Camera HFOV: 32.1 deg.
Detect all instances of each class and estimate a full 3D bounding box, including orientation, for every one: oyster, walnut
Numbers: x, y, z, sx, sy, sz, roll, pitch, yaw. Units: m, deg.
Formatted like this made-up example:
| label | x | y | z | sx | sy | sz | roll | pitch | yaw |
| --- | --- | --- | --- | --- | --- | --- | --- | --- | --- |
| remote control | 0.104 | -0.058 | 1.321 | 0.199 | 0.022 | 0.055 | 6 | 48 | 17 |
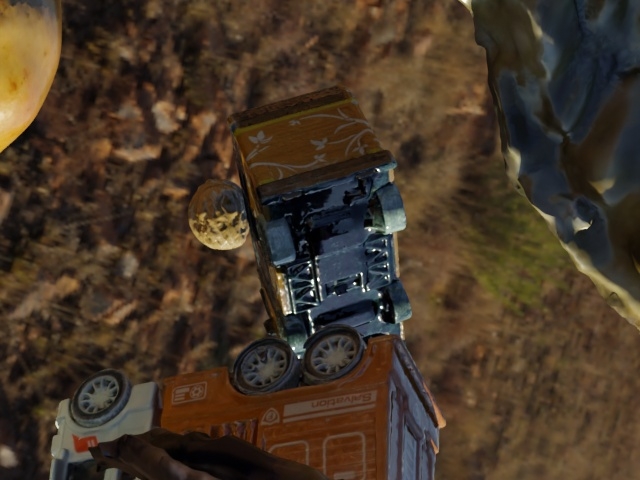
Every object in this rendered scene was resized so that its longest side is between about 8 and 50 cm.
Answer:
| label | x | y | z | sx | sy | sz | roll | pitch | yaw |
| --- | --- | --- | --- | --- | --- | --- | --- | --- | --- |
| oyster | 0.080 | -0.097 | 0.323 | 0.129 | 0.345 | 0.078 | -36 | -172 | -15 |
| walnut | -0.132 | -0.035 | 1.451 | 0.079 | 0.083 | 0.096 | -135 | -152 | -71 |

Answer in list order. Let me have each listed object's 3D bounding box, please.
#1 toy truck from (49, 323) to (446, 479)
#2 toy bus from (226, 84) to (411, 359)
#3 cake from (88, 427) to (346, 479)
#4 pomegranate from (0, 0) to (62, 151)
| label | x | y | z | sx | sy | sz | roll | pitch | yaw |
| --- | --- | --- | --- | --- | --- | --- | --- | --- | --- |
| toy truck | -0.082 | 0.232 | 1.106 | 0.206 | 0.388 | 0.173 | -85 | 155 | -43 |
| toy bus | 0.000 | 0.000 | 1.281 | 0.323 | 0.162 | 0.194 | 82 | -13 | -46 |
| cake | -0.041 | 0.260 | 0.601 | 0.332 | 0.332 | 0.321 | 48 | 31 | -64 |
| pomegranate | -0.509 | -0.257 | 1.301 | 0.411 | 0.412 | 0.411 | -47 | 145 | -48 |
